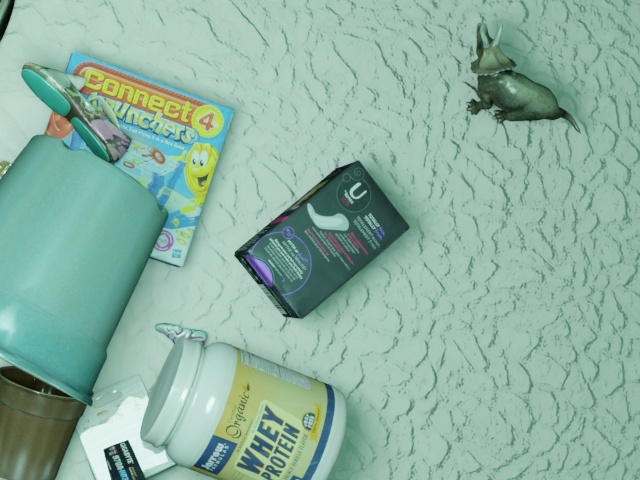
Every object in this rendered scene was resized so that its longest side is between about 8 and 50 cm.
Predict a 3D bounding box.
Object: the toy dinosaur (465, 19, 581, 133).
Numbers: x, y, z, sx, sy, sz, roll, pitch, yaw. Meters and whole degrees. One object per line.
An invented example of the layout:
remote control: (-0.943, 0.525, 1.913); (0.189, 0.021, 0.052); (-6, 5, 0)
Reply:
toy dinosaur: (0.383, -0.279, 2.038); (0.313, 0.160, 0.121); (39, 80, -10)

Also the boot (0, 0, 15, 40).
boot: (-0.639, -0.387, 1.805); (0.178, 0.085, 0.236); (23, 83, -11)

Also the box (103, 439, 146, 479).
box: (-0.308, 0.479, 1.785); (0.051, 0.175, 0.220); (-17, 119, -17)

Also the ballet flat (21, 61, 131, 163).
ballet flat: (-0.410, -0.230, 1.785); (0.221, 0.077, 0.079); (47, 60, -14)

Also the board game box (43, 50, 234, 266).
board game box: (-0.348, -0.140, 1.875); (0.308, 0.086, 0.302); (18, 84, -14)

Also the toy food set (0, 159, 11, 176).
toy food set: (-0.592, -0.127, 1.846); (0.078, 0.019, 0.122); (-42, 107, -12)

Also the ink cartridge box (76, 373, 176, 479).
ink cartridge box: (-0.360, 0.354, 1.893); (0.145, 0.045, 0.179); (-23, 78, -14)

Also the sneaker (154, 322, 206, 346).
sneaker: (-0.261, 0.191, 1.915); (0.098, 0.038, 0.069); (14, 84, -14)

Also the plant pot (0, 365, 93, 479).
plant pot: (-0.495, 0.319, 1.793); (0.167, 0.167, 0.165); (17, 91, -14)

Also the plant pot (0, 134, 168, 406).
plant pot: (-0.428, 0.036, 1.655); (0.341, 0.341, 0.334); (32, 76, -12)

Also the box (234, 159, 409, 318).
box: (0.000, 0.000, 1.935); (0.270, 0.143, 0.165); (-39, 97, -13)

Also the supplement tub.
supplement tub: (-0.136, 0.316, 1.846); (0.316, 0.228, 0.228); (23, 83, -14)
